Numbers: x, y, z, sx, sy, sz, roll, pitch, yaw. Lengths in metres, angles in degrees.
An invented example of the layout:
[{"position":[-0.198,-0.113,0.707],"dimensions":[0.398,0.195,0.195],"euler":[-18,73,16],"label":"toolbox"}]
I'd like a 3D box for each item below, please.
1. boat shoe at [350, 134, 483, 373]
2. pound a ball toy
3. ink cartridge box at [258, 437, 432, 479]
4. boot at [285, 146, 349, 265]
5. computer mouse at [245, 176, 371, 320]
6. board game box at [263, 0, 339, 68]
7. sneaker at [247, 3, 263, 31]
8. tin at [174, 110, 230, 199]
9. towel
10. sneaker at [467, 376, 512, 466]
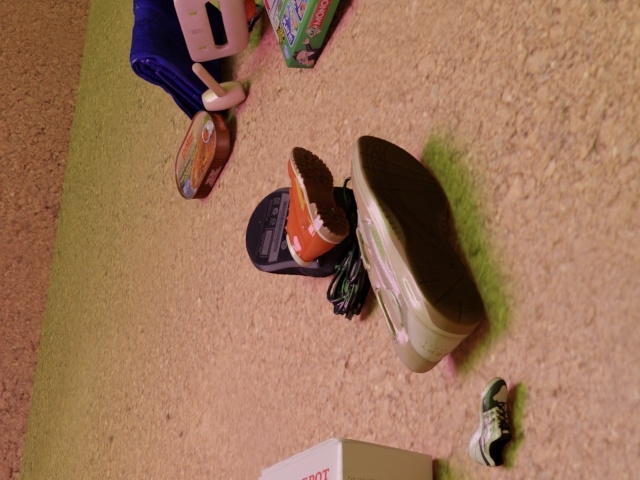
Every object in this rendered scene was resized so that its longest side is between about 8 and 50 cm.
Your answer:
[{"position":[0.083,0.005,1.138],"dimensions":[0.098,0.109,0.302],"euler":[-56,36,35],"label":"boat shoe"},{"position":[-0.166,-0.369,1.749],"dimensions":[0.319,0.135,0.208],"euler":[88,167,-78],"label":"pound a ball toy"},{"position":[0.021,0.364,1.063],"dimensions":[0.207,0.117,0.283],"euler":[-39,44,54],"label":"ink cartridge box"},{"position":[-0.021,-0.044,1.313],"dimensions":[0.084,0.059,0.158],"euler":[-47,43,37],"label":"boot"},{"position":[0.000,0.000,1.374],"dimensions":[0.272,0.072,0.189],"euler":[7,82,53],"label":"computer mouse"},{"position":[-0.044,-0.452,1.606],"dimensions":[0.213,0.046,0.317],"euler":[115,144,-49],"label":"board game box"},{"position":[-0.133,-0.398,1.905],"dimensions":[0.098,0.038,0.069],"euler":[-135,60,-73],"label":"sneaker"},{"position":[-0.218,-0.156,1.921],"dimensions":[0.106,0.040,0.190],"euler":[62,139,27],"label":"tin"},{"position":[-0.259,-0.379,1.968],"dimensions":[0.076,0.227,0.308],"euler":[-27,47,23],"label":"towel"},{"position":[0.165,0.169,0.969],"dimensions":[0.037,0.032,0.083],"euler":[17,98,52],"label":"sneaker"}]
